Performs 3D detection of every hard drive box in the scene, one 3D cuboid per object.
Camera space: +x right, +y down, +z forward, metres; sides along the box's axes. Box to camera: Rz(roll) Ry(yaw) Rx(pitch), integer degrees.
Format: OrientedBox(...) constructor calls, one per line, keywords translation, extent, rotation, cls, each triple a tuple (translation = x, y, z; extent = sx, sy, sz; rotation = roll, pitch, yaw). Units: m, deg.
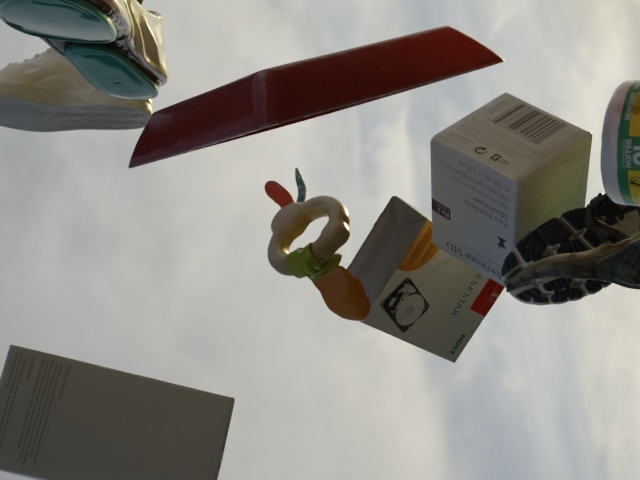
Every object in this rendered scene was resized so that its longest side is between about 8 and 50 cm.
OrientedBox(translation=(0.158, 0.062, 1.669), extent=(0.232, 0.089, 0.181), rotation=(25, -80, -42), cls="hard drive box")

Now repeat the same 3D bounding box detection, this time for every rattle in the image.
OrientedBox(translation=(0.000, 0.000, 1.501), extent=(0.142, 0.200, 0.130), rotation=(28, -80, -28), cls="rattle")

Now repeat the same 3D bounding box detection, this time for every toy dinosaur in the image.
OrientedBox(translation=(0.339, 0.005, 1.220), extent=(0.064, 0.268, 0.118), rotation=(19, -105, -67), cls="toy dinosaur")

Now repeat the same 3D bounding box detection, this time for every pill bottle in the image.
OrientedBox(translation=(0.361, -0.080, 0.963), extent=(0.117, 0.208, 0.118), rotation=(-18, -68, -56), cls="pill bottle")

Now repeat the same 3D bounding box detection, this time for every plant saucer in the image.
OrientedBox(translation=(-0.015, -0.130, 0.983), extent=(0.258, 0.259, 0.048), rotation=(-20, -82, -33), cls="plant saucer")

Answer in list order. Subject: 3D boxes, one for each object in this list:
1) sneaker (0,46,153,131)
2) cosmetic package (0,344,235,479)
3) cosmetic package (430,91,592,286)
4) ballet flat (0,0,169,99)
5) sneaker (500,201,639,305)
OrientedBox(translation=(-0.377, -0.252, 1.594), extent=(0.108, 0.292, 0.169), rotation=(84, -170, -69), cls="sneaker")
OrientedBox(translation=(-0.336, 0.306, 1.758), extent=(0.155, 0.365, 0.197), rotation=(132, 153, -73), cls="cosmetic package")
OrientedBox(translation=(0.250, -0.066, 1.466), extent=(0.151, 0.151, 0.184), rotation=(-32, -44, -29), cls="cosmetic package")
OrientedBox(translation=(-0.254, -0.261, 1.197), extent=(0.400, 0.139, 0.139), rotation=(46, -140, -80), cls="ballet flat")
OrientedBox(translation=(0.353, 0.010, 1.383), extent=(0.107, 0.275, 0.110), rotation=(62, 170, 18), cls="sneaker")
